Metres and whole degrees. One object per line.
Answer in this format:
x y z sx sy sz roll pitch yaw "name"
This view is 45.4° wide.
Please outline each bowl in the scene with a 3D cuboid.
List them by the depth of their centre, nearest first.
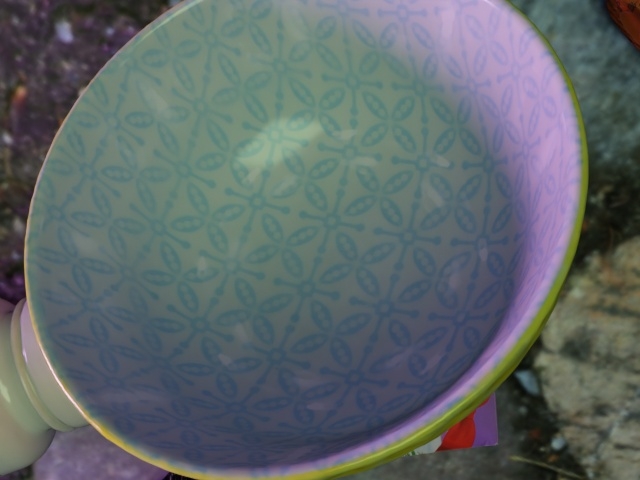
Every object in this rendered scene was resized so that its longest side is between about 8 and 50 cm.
0.000 0.000 0.438 0.289 0.289 0.156 -24 151 5 "bowl"

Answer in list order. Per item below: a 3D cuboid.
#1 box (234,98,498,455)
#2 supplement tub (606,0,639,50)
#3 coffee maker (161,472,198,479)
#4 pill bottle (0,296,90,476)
0.023 0.031 0.580 0.200 0.057 0.293 -7 109 1 "box"
0.284 -0.196 0.484 0.117 0.117 0.190 41 102 -14 "supplement tub"
-0.068 0.268 0.639 0.178 0.120 0.171 39 80 -15 "coffee maker"
-0.263 0.112 0.556 0.229 0.131 0.131 -19 109 4 "pill bottle"
